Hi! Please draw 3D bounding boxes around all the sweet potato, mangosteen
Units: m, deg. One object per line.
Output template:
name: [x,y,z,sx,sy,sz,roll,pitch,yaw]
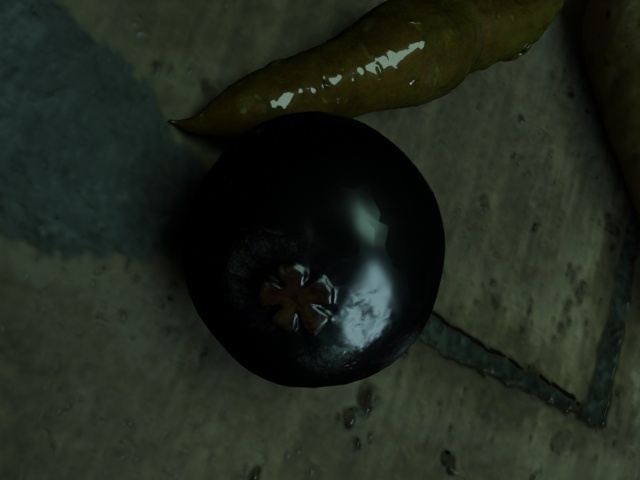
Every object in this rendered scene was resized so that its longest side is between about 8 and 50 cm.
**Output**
sweet potato: [0.040,-0.102,0.779,0.274,0.067,0.067,-23,95,-33]
mangosteen: [0.000,0.000,0.699,0.137,0.137,0.151,62,20,-11]

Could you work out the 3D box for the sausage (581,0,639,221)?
sausage: [0.300,0.041,0.917,0.500,0.123,0.136,64,23,-9]
